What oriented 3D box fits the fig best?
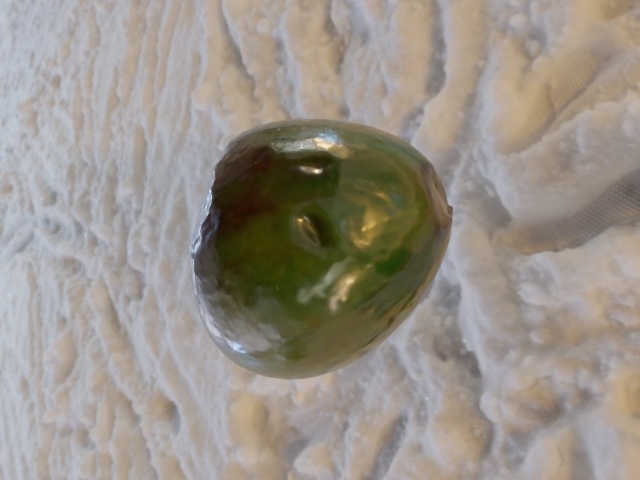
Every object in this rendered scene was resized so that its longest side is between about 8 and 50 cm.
[{"bbox_3d":[0.000,0.000,0.424,0.191,0.181,0.181,-17,68,33],"label":"fig"}]
